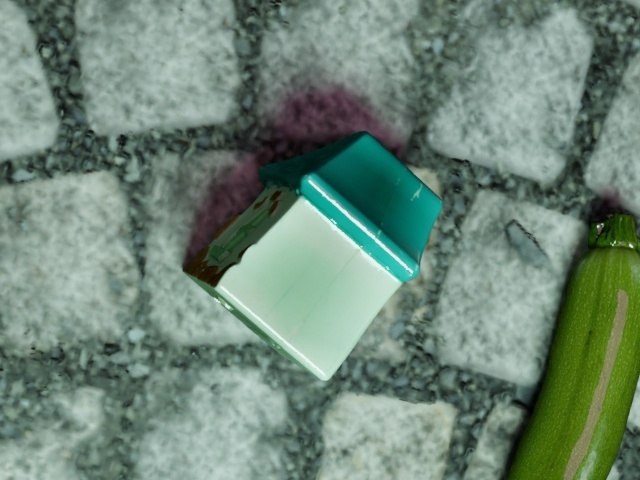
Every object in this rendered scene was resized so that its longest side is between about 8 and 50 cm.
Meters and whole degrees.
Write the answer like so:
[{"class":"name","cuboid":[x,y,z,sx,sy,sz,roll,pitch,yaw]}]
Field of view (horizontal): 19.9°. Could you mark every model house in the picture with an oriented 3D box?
[{"class":"model house","cuboid":[0.000,0.000,1.181,0.100,0.127,0.149,43,83,-14]}]

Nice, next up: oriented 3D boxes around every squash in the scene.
[{"class":"squash","cuboid":[0.184,0.107,1.274,0.069,0.069,0.258,20,86,-17]}]
